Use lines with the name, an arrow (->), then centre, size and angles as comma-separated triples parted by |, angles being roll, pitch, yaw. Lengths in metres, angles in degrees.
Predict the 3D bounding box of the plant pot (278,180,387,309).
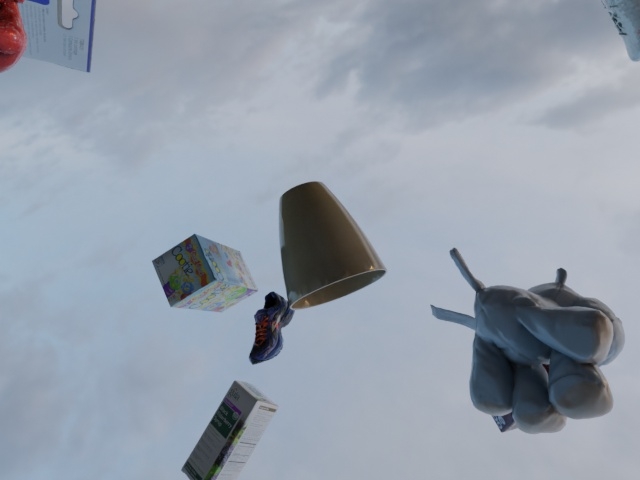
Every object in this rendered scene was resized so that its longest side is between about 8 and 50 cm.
plant pot -> 0.000, 0.000, 1.210 | 0.256, 0.256, 0.274 | -20, -106, -1

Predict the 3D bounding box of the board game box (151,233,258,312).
board game box -> -0.311, 0.101, 1.337 | 0.142, 0.275, 0.144 | -31, -108, 8

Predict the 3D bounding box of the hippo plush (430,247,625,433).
hippo plush -> 0.364, 0.171, 0.813 | 0.236, 0.235, 0.294 | -1, -158, -45

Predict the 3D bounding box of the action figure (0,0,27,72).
action figure -> -0.375, -0.139, 0.448 | 0.091, 0.139, 0.281 | 32, -84, 56

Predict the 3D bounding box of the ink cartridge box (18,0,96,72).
ink cartridge box -> -0.502, -0.395, 0.714 | 0.306, 0.303, 0.072 | 3, -108, -28

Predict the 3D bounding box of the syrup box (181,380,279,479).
syrup box -> -0.209, 0.460, 1.125 | 0.093, 0.096, 0.237 | 25, -98, 39

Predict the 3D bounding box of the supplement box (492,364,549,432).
supplement box -> 0.472, 0.323, 1.057 | 0.239, 0.073, 0.130 | -5, -135, -21

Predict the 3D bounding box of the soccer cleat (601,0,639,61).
soccer cleat -> 0.213, -0.167, 0.338 | 0.035, 0.084, 0.029 | -4, -179, 3

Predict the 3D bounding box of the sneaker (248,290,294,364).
sneaker -> -0.136, 0.215, 1.193 | 0.083, 0.087, 0.221 | -24, -153, 26
